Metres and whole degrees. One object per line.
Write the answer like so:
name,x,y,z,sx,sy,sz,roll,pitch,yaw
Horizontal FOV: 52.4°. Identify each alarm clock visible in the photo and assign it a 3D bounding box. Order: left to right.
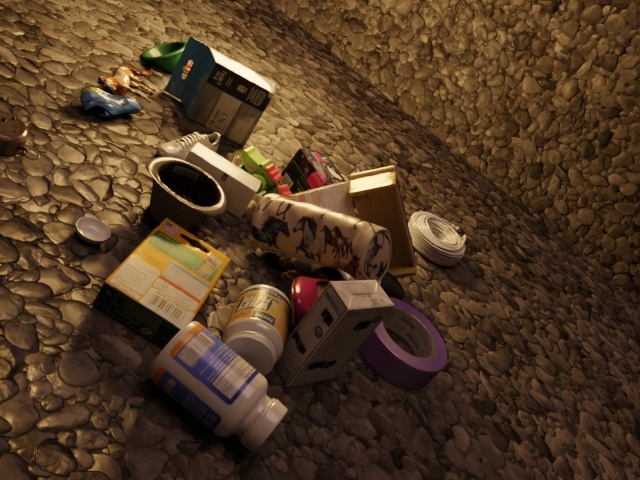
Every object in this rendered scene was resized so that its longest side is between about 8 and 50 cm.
alarm clock,-0.790,-0.265,1.638,0.192,0.064,0.129,38,29,-4

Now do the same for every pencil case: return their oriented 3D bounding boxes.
pencil case,0.000,0.000,1.828,0.410,0.183,0.160,18,-5,28

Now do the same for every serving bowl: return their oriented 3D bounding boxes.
serving bowl,-0.551,-0.019,1.567,0.083,0.027,0.083,27,30,-17

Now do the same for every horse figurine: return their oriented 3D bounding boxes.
horse figurine,-0.637,-0.518,2.159,0.174,0.066,0.263,31,31,-21

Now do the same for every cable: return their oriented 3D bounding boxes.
cable,0.451,-0.009,2.557,0.257,0.089,0.257,33,30,-5

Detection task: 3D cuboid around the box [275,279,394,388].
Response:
box,0.026,0.225,1.564,0.169,0.290,0.087,0,44,-44

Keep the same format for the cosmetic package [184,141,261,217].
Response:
cosmetic package,-0.309,-0.182,1.969,0.231,0.117,0.085,30,29,-10

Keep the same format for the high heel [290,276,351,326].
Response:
high heel,0.035,0.147,1.681,0.181,0.127,0.377,-4,2,10

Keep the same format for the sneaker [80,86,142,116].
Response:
sneaker,-0.643,-0.407,2.005,0.209,0.069,0.082,6,69,-52

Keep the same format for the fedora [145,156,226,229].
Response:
fedora,-0.385,-0.113,1.778,0.244,0.124,0.275,36,21,-6

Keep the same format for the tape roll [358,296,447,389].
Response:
tape roll,0.232,0.293,1.887,0.275,0.090,0.275,27,31,-18

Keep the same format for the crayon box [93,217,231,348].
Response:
crayon box,-0.363,0.096,1.546,0.203,0.083,0.323,33,30,-5

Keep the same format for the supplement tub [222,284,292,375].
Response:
supplement tub,-0.150,0.214,1.538,0.144,0.144,0.199,30,29,-11

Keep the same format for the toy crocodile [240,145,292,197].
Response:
toy crocodile,-0.141,-0.148,2.056,0.340,0.105,0.115,60,29,-5

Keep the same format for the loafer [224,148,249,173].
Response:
loafer,-0.275,-0.235,2.129,0.087,0.094,0.251,7,25,5

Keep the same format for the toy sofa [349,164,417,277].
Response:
toy sofa,0.209,-0.062,2.109,0.177,0.150,0.362,-78,154,-57

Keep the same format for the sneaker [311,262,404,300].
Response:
sneaker,0.104,0.131,1.982,0.330,0.122,0.146,30,48,-13

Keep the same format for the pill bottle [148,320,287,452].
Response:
pill bottle,-0.206,0.305,1.341,0.272,0.152,0.152,39,29,4

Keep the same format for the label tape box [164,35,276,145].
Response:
label tape box,-0.358,-0.514,2.270,0.334,0.240,0.106,26,33,-17

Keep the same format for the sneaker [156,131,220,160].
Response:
sneaker,-0.415,-0.298,2.046,0.090,0.095,0.235,47,32,15

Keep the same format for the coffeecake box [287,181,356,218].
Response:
coffeecake box,0.008,-0.093,2.017,0.185,0.142,0.068,-16,9,-25

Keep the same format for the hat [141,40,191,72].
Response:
hat,-0.549,-0.643,2.472,0.208,0.183,0.173,-15,34,-2

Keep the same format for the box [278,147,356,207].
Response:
box,-0.010,-0.168,2.218,0.142,0.163,0.247,7,41,-46
